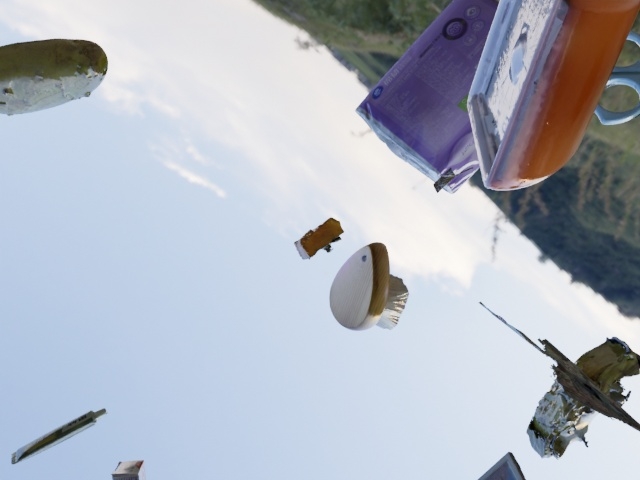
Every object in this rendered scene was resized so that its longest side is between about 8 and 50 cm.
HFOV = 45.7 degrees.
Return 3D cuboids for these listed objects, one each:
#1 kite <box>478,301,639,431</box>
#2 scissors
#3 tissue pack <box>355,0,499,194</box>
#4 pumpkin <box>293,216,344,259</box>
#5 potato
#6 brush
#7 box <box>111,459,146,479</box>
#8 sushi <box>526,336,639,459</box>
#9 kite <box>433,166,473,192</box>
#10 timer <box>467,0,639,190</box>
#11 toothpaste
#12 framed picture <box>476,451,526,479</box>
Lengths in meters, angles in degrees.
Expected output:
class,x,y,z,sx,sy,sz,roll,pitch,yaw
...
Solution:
class,x,y,z,sx,sy,sz,roll,pitch,yaw
kite,0.405,0.215,1.232,0.368,0.014,0.406,39,-170,8
scissors,0.647,-0.290,1.342,0.029,0.361,0.191,54,-138,-69
tissue pack,0.270,-0.285,1.474,0.242,0.338,0.160,45,-175,31
pumpkin,0.000,0.000,1.314,0.054,0.083,0.074,51,171,-2
potato,-0.365,-0.213,0.968,0.105,0.188,0.085,96,159,-72
brush,0.149,0.122,2.085,0.166,0.266,0.174,-2,-148,-40
box,-0.264,0.429,1.090,0.055,0.040,0.218,-119,24,-85
sushi,0.539,0.328,1.533,0.131,0.291,0.139,45,-177,-13
kite,0.182,-0.091,1.041,0.002,0.078,0.044,39,-141,-18
timer,0.266,-0.210,0.899,0.161,0.257,0.250,20,-145,9
toothpaste,-0.532,0.397,1.548,0.049,0.204,0.031,30,144,66
framed picture,0.377,0.579,1.520,0.016,0.184,0.250,19,-148,-33
